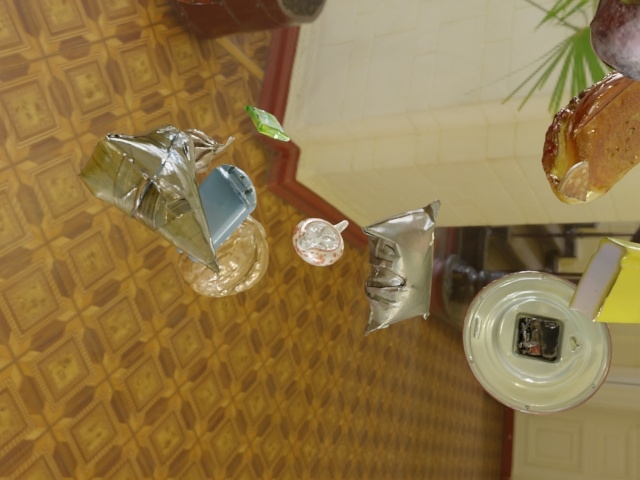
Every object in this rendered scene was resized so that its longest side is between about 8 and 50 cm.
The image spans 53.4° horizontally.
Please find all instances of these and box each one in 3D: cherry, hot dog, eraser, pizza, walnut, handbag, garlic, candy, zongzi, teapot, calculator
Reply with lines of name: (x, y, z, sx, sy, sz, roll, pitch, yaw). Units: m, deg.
cherry: (0.524, -0.345, 1.000, 0.195, 0.195, 0.195, 3, 86, -60)
hot dog: (0.717, -0.285, 1.591, 0.223, 0.405, 0.185, 48, 0, -5)
eraser: (0.599, 0.083, 1.256, 0.226, 0.069, 0.158, 7, 111, -39)
pizza: (0.574, -0.130, 1.463, 0.099, 0.029, 0.100, -15, 108, -25)
walnut: (-0.258, 0.030, 1.720, 0.224, 0.257, 0.257, -55, 136, -66)
handbag: (0.155, 0.060, 1.265, 0.183, 0.117, 0.270, -11, 118, -24)
garlic: (-0.330, -0.250, 1.755, 0.127, 0.194, 0.131, 58, 31, -37)
candy: (-0.150, -0.327, 1.766, 0.102, 0.178, 0.032, 21, 111, -30)
zongzi: (-0.233, -0.078, 1.100, 0.289, 0.123, 0.260, 38, 22, 1)
teapot: (0.000, 0.000, 1.919, 0.245, 0.159, 0.116, -40, 158, -43)
calculator: (-0.212, -0.051, 1.233, 0.121, 0.210, 0.039, 51, 17, 24)

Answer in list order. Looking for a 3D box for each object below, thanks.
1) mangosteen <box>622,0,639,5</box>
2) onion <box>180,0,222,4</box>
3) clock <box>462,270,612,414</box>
mangosteen: (0.427, -0.440, 0.701, 0.330, 0.330, 0.330, 3, 86, -60)
onion: (-0.322, -0.786, 1.674, 0.341, 0.341, 0.341, 3, 86, -60)
clock: (0.471, 0.218, 1.391, 0.080, 0.319, 0.318, 71, 28, -66)
